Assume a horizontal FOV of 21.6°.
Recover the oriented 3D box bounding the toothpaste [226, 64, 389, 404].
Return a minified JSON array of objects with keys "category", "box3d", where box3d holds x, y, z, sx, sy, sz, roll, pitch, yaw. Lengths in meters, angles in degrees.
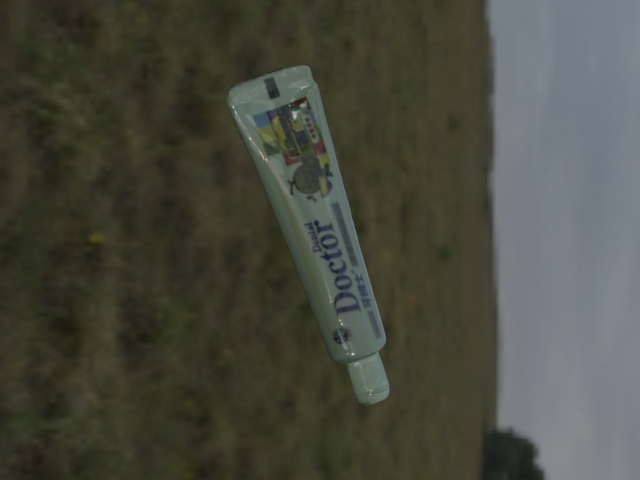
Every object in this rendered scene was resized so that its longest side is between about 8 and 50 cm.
[{"category":"toothpaste","box3d":[0.000,0.000,1.221,0.037,0.067,0.255,-166,-123,-75]}]
